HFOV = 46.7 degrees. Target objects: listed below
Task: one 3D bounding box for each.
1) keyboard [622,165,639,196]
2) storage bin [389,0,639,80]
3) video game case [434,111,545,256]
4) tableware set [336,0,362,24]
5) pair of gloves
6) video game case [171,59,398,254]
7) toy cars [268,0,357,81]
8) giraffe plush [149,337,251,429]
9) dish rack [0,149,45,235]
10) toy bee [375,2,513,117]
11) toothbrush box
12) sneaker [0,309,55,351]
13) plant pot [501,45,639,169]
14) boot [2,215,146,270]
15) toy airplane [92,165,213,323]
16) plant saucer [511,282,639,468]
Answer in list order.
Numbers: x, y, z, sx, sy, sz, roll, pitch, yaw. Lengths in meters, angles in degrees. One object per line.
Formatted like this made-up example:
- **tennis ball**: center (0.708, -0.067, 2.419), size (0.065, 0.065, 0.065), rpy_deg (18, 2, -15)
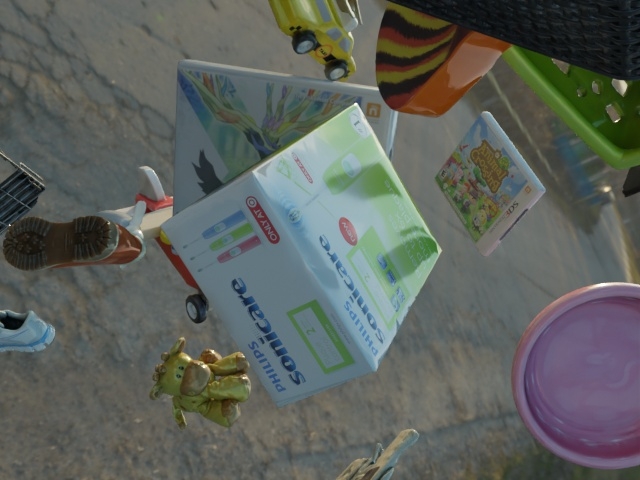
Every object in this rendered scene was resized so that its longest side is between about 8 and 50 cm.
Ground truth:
- **keyboard**: center (0.715, -0.197, 1.406), size (0.033, 0.317, 0.201), rpy_deg (34, 66, -11)
- **storage bin**: center (0.096, -0.166, 0.341), size (0.180, 0.122, 0.084), rpy_deg (28, 1, 26)
- **video game case**: center (0.323, -0.110, 1.451), size (0.023, 0.193, 0.212), rpy_deg (-3, 52, -33)
- **tableware set**: center (0.012, -0.336, 0.870), size (0.169, 0.020, 0.141), rpy_deg (21, 58, -68)
- **pair of gloves**: center (0.079, 0.442, 1.357), size (0.042, 0.240, 0.204), rpy_deg (46, 57, 4)
- **video game case**: center (-0.063, -0.089, 1.070), size (0.036, 0.329, 0.299), rpy_deg (-37, 136, -63)
- **toy cars**: center (-0.053, -0.388, 1.030), size (0.393, 0.087, 0.176), rpy_deg (51, 22, -21)
- **giraffe plush**: center (-0.270, 0.293, 1.570), size (0.170, 0.210, 0.181), rpy_deg (58, 22, -53)
- **dish rack**: center (-0.453, -0.064, 0.840), size (0.074, 0.208, 0.271), rpy_deg (50, -3, 23)
- **toy bee**: center (0.152, -0.225, 0.544), size (0.195, 0.298, 0.162), rpy_deg (19, 51, -60)
- **toothbrush box**: center (0.000, 0.000, 0.769), size (0.206, 0.122, 0.283), rpy_deg (59, 30, -8)
- **sneaker**: center (-0.559, 0.154, 1.267), size (0.083, 0.191, 0.071), rpy_deg (73, 5, -46)
- **plant pot**: center (0.329, -0.239, 0.714), size (0.227, 0.228, 0.207), rpy_deg (39, 55, -18)
- **boot**: center (-0.270, 0.008, 0.812), size (0.085, 0.158, 0.059), rpy_deg (21, 70, -66)
- **toy airplane**: center (-0.274, -0.050, 1.522), size (0.386, 0.385, 0.272), rpy_deg (-79, -176, -52)
- **plant saucer**: center (0.491, 0.225, 1.271), size (0.332, 0.332, 0.084), rpy_deg (62, 9, -10)
